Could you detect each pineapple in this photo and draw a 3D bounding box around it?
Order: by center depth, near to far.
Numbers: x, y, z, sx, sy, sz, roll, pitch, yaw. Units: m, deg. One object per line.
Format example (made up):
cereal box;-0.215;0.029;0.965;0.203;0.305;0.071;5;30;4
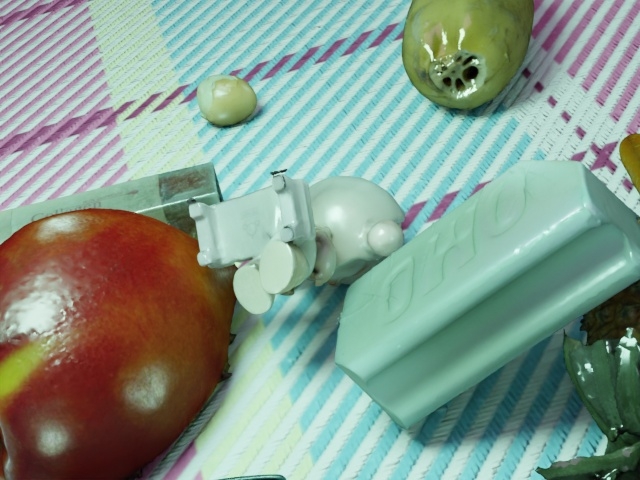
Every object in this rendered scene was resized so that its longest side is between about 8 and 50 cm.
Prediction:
pineapple;0.276;0.134;0.943;0.165;0.166;0.364;4;42;20

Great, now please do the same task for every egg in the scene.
egg;-0.130;-0.196;1.547;0.083;0.071;0.071;-6;38;3

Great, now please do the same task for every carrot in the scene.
carrot;0.380;-0.041;1.229;0.043;0.043;0.248;-11;40;2

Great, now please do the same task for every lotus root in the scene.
lotus root;0.207;-0.305;1.525;0.169;0.151;0.343;-10;35;25

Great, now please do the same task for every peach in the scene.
peach;-0.227;0.079;1.120;0.257;0.201;0.361;23;50;38

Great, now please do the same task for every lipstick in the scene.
lipstick;-0.299;-0.005;1.346;0.371;0.080;0.076;-13;38;-2

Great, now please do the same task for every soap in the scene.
soap;0.150;0.035;1.030;0.289;0.095;0.173;-38;20;26

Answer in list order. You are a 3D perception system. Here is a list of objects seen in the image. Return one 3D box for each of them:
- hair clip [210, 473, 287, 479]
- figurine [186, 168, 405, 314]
hair clip;-0.142;0.249;1.016;0.229;0.039;0.070;-20;37;-11
figurine;-0.007;-0.007;1.186;0.256;0.182;0.145;-3;59;-56
